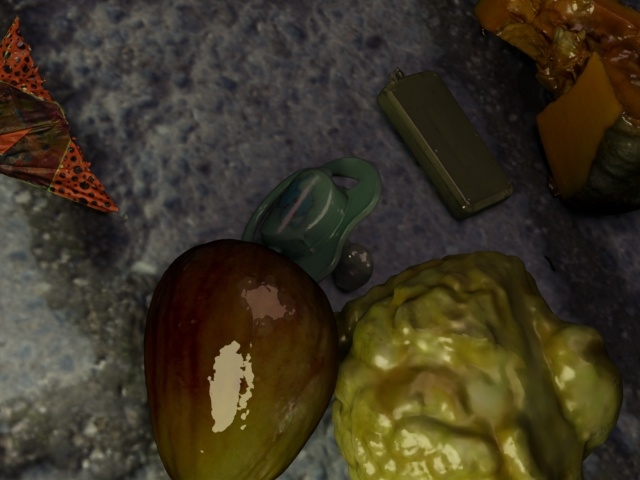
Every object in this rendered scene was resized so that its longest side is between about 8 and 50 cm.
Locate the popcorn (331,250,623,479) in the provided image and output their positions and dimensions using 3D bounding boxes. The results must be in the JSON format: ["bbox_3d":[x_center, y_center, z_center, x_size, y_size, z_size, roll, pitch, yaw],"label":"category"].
[{"bbox_3d":[0.110,0.122,1.132,0.254,0.195,0.256,20,40,-8],"label":"popcorn"}]

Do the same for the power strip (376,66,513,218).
[{"bbox_3d":[0.118,-0.100,1.381,0.076,0.028,0.169,-22,73,-35],"label":"power strip"}]

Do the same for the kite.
[{"bbox_3d":[-0.265,-0.092,1.194,0.125,0.008,0.222,-18,69,-34],"label":"kite"}]

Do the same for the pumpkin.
[{"bbox_3d":[0.263,-0.154,1.422,0.280,0.139,0.190,33,50,-2],"label":"pumpkin"}]

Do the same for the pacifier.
[{"bbox_3d":[0.000,0.000,1.227,0.116,0.126,0.150,48,60,-40],"label":"pacifier"}]

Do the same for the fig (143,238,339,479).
[{"bbox_3d":[-0.068,0.136,1.068,0.145,0.170,0.274,15,73,-23],"label":"fig"}]
